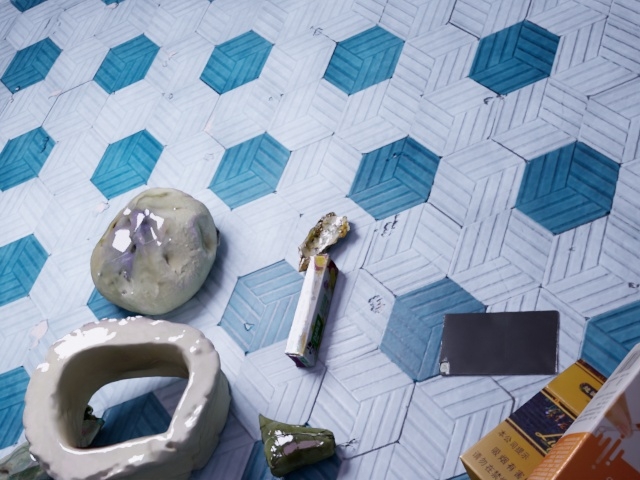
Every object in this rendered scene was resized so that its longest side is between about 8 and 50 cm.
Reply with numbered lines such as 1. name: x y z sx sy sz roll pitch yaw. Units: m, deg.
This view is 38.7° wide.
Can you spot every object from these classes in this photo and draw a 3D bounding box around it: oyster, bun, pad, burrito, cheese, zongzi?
1. oyster: 0.001 0.001 1.725 0.132 0.029 0.086 -34 43 4
2. bun: -0.335 0.013 1.791 0.273 0.168 0.273 -15 57 23
3. pad: 0.289 0.166 1.483 0.193 0.004 0.116 -5 55 23
4. burrito: -0.531 0.411 1.662 0.309 0.066 0.096 -34 47 -3
5. cheese: -0.319 0.290 1.558 0.332 0.153 0.292 -11 56 2
6. zongzi: -0.024 0.309 1.504 0.154 0.062 0.130 -22 38 2

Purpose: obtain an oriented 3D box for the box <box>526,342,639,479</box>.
1. box: 0.403 0.310 1.133 0.225 0.143 0.341 40 79 12

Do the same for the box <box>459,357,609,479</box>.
1. box: 0.336 0.293 1.282 0.237 0.070 0.152 -38 41 -8

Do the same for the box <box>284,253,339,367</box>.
1. box: -0.013 0.124 1.628 0.041 0.050 0.207 -1 57 27
